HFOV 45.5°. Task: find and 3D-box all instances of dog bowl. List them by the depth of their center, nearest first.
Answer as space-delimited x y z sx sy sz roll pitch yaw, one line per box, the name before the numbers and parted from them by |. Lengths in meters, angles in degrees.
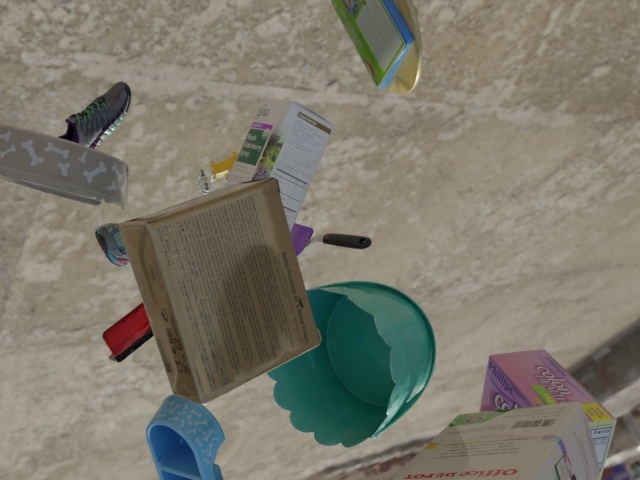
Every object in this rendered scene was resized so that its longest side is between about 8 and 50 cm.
dog bowl | -0.268 0.460 1.577 0.166 0.297 0.074 5 -151 32
dog bowl | -0.565 -0.153 1.605 0.349 0.102 0.349 15 176 1

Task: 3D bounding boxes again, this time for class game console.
game console | -0.424 0.197 1.712 0.144 0.085 0.124 -39 -166 -26

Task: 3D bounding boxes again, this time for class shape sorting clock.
shape sorting clock | 0.075 -0.286 0.979 0.040 0.206 0.206 -25 155 -18

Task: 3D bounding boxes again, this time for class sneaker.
sneaker | -0.398 -0.016 1.724 0.125 0.104 0.262 -32 170 18
sneaker | -0.540 -0.290 1.810 0.223 0.083 0.098 -54 146 7

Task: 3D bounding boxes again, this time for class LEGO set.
LEGO set | -0.242 -0.198 2.384 0.287 0.132 0.107 -4 159 -16

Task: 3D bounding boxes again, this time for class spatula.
spatula | 0.000 0.000 1.622 0.296 0.084 0.030 3 145 50

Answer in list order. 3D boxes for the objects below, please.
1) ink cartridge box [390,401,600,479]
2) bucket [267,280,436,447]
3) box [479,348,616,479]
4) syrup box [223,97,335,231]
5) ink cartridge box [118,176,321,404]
ink cartridge box | 0.242 0.329 1.044 0.201 0.117 0.278 -15 -179 32
bucket | 0.059 0.203 1.347 0.281 0.281 0.183 -42 163 32
box | 0.371 0.349 1.315 0.117 0.213 0.242 -2 115 -16
syrup box | -0.079 -0.096 1.185 0.096 0.093 0.236 23 89 -37
ink cartridge box | -0.122 0.058 0.969 0.193 0.234 0.088 -22 -167 -36
